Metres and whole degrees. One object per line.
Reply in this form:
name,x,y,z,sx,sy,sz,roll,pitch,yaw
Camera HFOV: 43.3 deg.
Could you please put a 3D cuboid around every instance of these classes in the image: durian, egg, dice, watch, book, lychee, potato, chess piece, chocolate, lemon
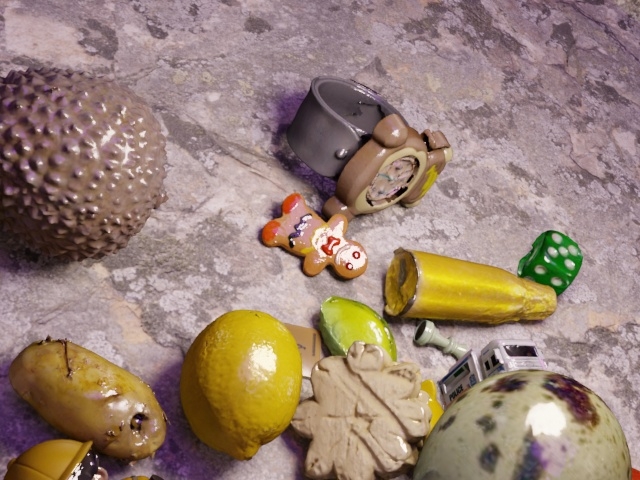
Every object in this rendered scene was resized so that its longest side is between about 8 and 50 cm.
durian,0.088,0.224,1.734,0.139,0.101,0.250,-33,73,-8
egg,0.341,0.427,1.408,0.345,0.345,0.428,39,76,5
dice,0.586,0.062,2.057,0.120,0.128,0.131,33,49,-1
watch,0.099,-0.247,1.989,0.335,0.314,0.327,-4,47,-44
book,-0.081,0.226,1.706,0.172,0.012,0.118,14,53,-16
lychee,-0.490,-0.153,1.556,0.432,0.380,0.380,20,49,-31
potato,-0.406,0.279,1.429,0.300,0.140,0.173,34,7,2
chess piece,0.289,0.238,1.848,0.149,0.059,0.059,29,49,-13
chocolate,0.365,0.132,1.899,0.445,0.162,0.162,10,53,-25
lemon,-0.147,0.260,1.511,0.235,0.236,0.263,16,31,-14

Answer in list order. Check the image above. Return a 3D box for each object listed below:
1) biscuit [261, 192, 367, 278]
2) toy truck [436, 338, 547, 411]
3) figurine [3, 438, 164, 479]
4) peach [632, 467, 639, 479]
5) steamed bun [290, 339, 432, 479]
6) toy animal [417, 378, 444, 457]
biscuit,0.000,0.000,1.851,0.250,0.036,0.165,33,74,1
toy truck,0.360,0.297,1.695,0.124,0.268,0.155,4,54,-23
figurine,-0.394,0.422,1.326,0.256,0.192,0.167,28,7,-36
peach,0.563,0.604,1.563,0.307,0.308,0.332,38,55,4
steamed bun,0.083,0.351,1.565,0.137,0.292,0.296,28,52,-62
toy animal,0.236,0.404,1.639,0.156,0.156,0.230,-33,79,-38
